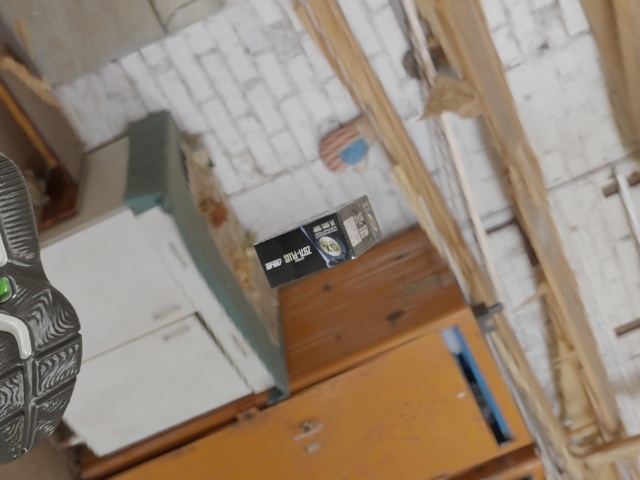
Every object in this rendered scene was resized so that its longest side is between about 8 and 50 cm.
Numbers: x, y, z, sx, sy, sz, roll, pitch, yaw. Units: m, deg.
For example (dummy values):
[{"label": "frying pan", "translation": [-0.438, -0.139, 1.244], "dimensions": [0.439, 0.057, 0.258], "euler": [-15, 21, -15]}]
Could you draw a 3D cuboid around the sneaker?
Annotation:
[{"label": "sneaker", "translation": [-0.429, 0.044, 1.179], "dimensions": [0.257, 0.169, 0.448], "euler": [31, -45, 35]}]

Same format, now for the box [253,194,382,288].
[{"label": "box", "translation": [0.000, 0.000, 1.578], "dimensions": [0.078, 0.147, 0.180], "euler": [68, 19, -4]}]
